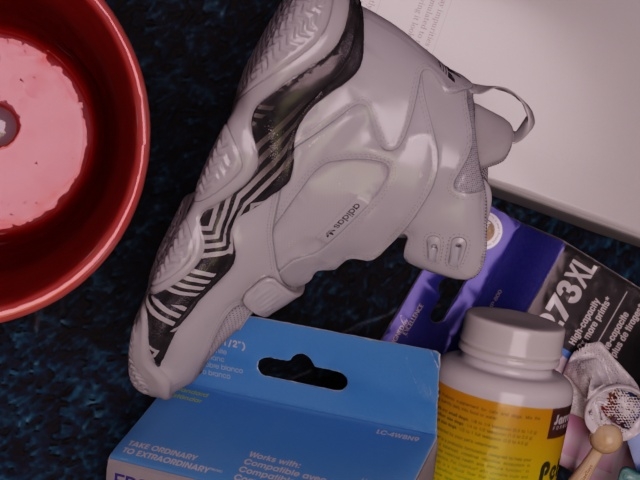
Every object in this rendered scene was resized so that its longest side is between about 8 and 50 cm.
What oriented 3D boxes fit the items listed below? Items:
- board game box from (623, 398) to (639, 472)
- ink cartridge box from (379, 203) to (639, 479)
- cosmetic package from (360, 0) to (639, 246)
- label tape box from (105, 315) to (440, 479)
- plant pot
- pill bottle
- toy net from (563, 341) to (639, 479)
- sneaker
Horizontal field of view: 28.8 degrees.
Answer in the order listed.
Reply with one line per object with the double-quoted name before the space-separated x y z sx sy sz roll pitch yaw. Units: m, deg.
"board game box" 0.340 0.193 1.108 0.133 0.033 0.168 -18 89 -7
"ink cartridge box" 0.251 0.122 1.138 0.371 0.069 0.175 31 89 -7
"cosmetic package" 0.181 -0.138 1.062 0.385 0.156 0.217 21 91 -11
"label tape box" -0.048 0.245 1.007 0.249 0.115 0.347 9 101 23
"plant pot" -0.263 -0.085 0.952 0.275 0.243 0.274 -1 94 -8
"pill bottle" 0.141 0.168 1.035 0.117 0.117 0.214 9 98 -9
"toy net" 0.265 0.201 1.061 0.122 0.045 0.232 -11 87 20
"sneaker" 0.000 0.000 0.937 0.210 0.137 0.365 24 114 -9
